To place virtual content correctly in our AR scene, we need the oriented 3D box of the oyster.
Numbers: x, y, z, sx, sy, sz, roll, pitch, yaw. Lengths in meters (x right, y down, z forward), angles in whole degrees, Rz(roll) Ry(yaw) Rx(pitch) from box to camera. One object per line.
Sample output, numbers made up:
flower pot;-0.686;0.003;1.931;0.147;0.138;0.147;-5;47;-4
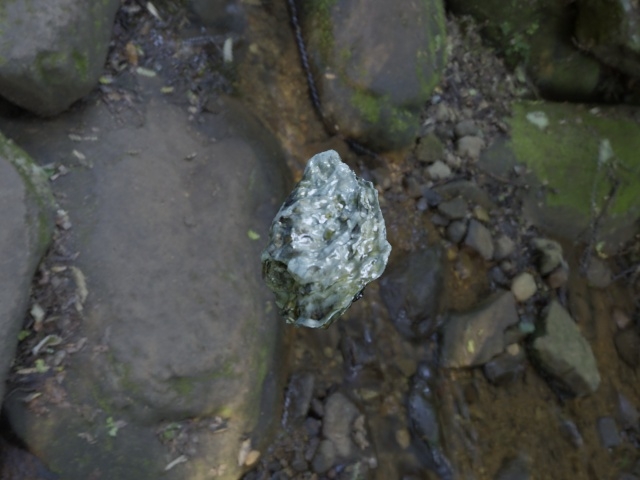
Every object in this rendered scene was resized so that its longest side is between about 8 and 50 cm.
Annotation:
oyster;0.000;0.000;0.617;0.064;0.125;0.177;52;6;-35
